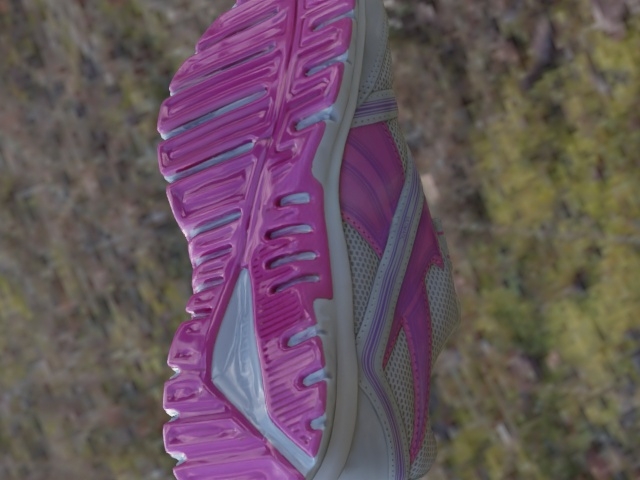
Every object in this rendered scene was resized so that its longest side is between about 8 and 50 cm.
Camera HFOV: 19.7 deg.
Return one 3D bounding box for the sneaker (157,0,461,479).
[{"bbox_3d":[0.000,0.000,0.783,0.103,0.111,0.252,-11,66,36],"label":"sneaker"}]
